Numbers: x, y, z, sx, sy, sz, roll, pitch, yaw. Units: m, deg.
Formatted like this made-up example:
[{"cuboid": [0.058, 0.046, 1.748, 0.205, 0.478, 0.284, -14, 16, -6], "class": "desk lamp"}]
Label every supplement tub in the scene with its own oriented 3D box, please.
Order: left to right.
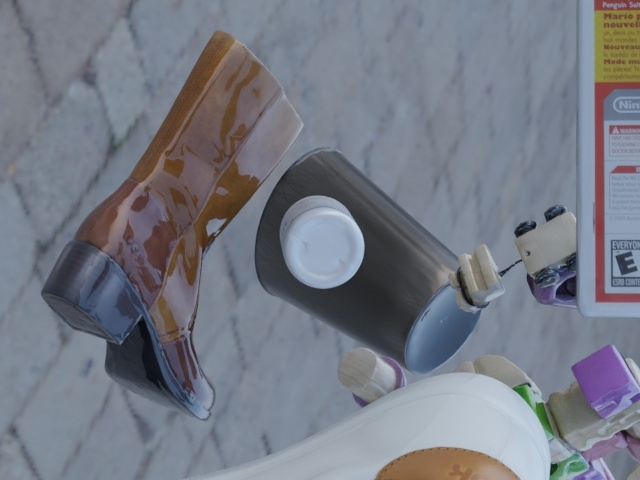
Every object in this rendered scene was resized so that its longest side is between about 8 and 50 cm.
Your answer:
[{"cuboid": [0.000, 0.000, 1.297, 0.107, 0.071, 0.071, -117, -139, -82], "class": "supplement tub"}]

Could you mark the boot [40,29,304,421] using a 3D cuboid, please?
[{"cuboid": [-0.105, -0.004, 1.306, 0.280, 0.096, 0.264, -59, 138, -21], "class": "boot"}]

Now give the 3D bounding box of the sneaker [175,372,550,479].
[{"cuboid": [-0.046, 0.151, 0.577, 0.290, 0.106, 0.123, -34, -172, 18], "class": "sneaker"}]

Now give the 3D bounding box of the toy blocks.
[{"cuboid": [0.202, 0.197, 1.364, 0.260, 0.289, 0.309, 41, 26, -52], "class": "toy blocks"}]

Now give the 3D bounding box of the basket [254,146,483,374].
[{"cuboid": [0.058, 0.036, 1.636, 0.154, 0.227, 0.204, -26, 138, -35], "class": "basket"}]

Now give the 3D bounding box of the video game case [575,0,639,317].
[{"cuboid": [0.230, -0.103, 0.738, 0.025, 0.204, 0.285, 30, 61, -84], "class": "video game case"}]
